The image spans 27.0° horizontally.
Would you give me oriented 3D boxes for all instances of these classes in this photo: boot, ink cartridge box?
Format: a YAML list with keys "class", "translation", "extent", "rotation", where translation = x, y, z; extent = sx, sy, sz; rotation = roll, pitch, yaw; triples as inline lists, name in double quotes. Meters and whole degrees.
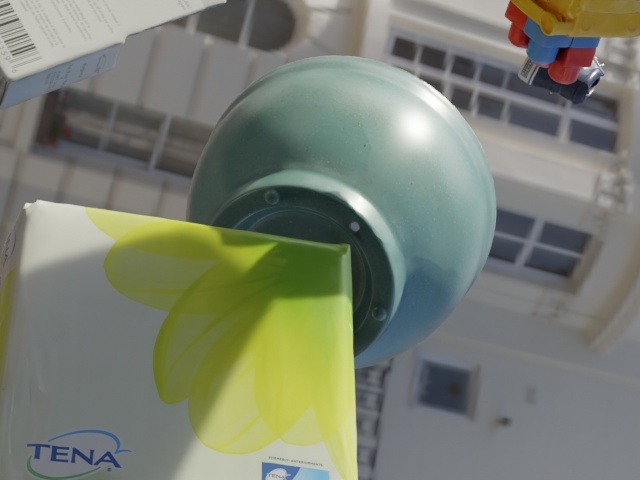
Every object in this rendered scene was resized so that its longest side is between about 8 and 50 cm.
- class: "boot"
  translation: [0.308, -0.217, 1.627]
  extent: [0.190, 0.086, 0.069]
  rotation: [-45, 164, -52]
- class: "ink cartridge box"
  translation: [-0.260, -0.283, 1.259]
  extent: [0.275, 0.239, 0.060]
  rotation: [58, -31, 11]

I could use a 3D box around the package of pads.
- class: "package of pads"
  translation: [-0.096, 0.124, 0.810]
  extent: [0.101, 0.229, 0.297]
  rotation: [116, -22, -51]

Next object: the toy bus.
- class: "toy bus"
  translation: [0.194, -0.247, 1.087]
  extent: [0.220, 0.149, 0.211]
  rotation: [56, -39, 43]

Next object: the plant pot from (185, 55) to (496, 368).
- class: "plant pot"
  translation: [0.000, 0.000, 1.202]
  extent: [0.196, 0.293, 0.293]
  rotation: [-56, 170, -63]
